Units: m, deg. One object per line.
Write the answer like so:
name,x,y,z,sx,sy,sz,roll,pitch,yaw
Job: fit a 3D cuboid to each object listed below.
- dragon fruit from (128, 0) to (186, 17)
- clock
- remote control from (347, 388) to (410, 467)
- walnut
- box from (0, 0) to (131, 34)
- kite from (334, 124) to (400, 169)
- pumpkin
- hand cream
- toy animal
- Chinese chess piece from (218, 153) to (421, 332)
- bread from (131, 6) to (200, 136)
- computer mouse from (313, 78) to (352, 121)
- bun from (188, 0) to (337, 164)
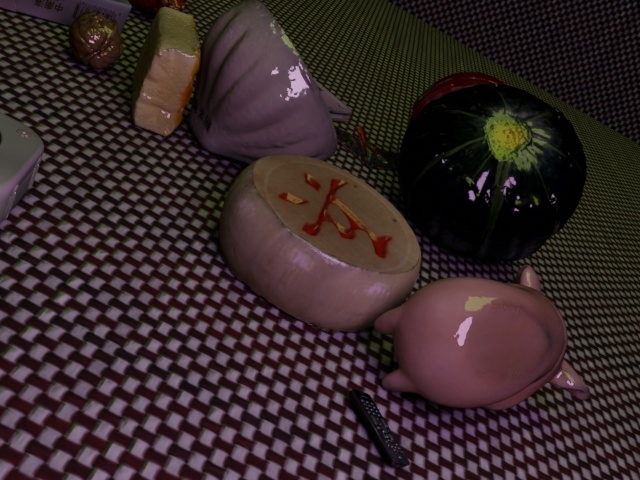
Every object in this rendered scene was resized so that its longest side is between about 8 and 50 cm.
dragon fruit,-0.296,-0.448,1.496,0.153,0.153,0.111,2,70,-45
clock,-0.375,-0.092,0.780,0.191,0.062,0.151,25,26,-11
remote control,0.055,0.184,0.793,0.034,0.016,0.091,29,20,-44
walnut,-0.329,-0.294,1.191,0.079,0.082,0.096,49,12,-34
box,-0.443,-0.411,1.292,0.242,0.067,0.155,7,32,-41
kite,0.077,-0.176,1.490,0.232,0.009,0.189,24,26,-14
pumpkin,0.263,-0.097,1.299,0.295,0.296,0.296,24,26,-13
hand cream,0.268,-0.187,1.471,0.230,0.230,0.149,30,24,-1
toy animal,0.186,0.109,0.907,0.250,0.154,0.167,2,80,-47
Chinese chess piece,0.000,0.000,0.976,0.249,0.103,0.250,24,28,-14
bread,-0.220,-0.247,1.159,0.068,0.125,0.188,18,27,-22
computer mouse,-0.048,-0.277,1.484,0.245,0.056,0.126,42,29,27
bun,-0.105,-0.195,1.161,0.263,0.175,0.263,57,-5,8
